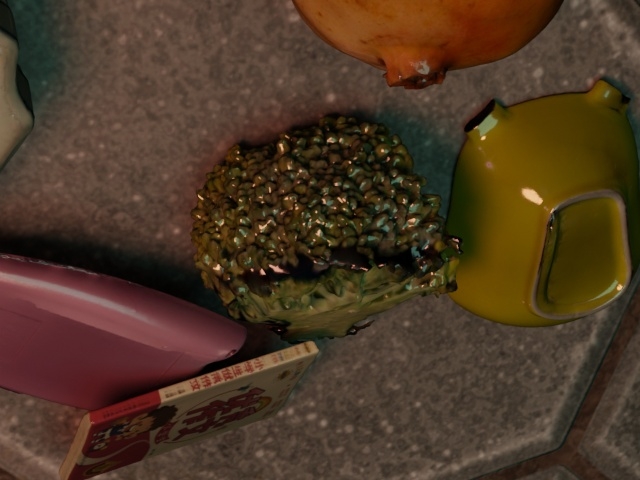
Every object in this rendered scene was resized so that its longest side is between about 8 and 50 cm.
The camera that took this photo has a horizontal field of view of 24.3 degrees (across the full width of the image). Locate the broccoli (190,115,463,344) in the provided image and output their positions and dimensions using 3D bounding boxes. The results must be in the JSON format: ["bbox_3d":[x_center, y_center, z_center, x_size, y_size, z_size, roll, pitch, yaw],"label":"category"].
[{"bbox_3d":[-0.001,-0.016,1.371,0.242,0.273,0.180,-5,76,-8],"label":"broccoli"}]

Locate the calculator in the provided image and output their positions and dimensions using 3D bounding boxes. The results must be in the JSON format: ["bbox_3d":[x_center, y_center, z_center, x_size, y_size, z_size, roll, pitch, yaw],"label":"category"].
[{"bbox_3d":[-0.227,0.090,1.338,0.294,0.043,0.194,18,141,-24],"label":"calculator"}]

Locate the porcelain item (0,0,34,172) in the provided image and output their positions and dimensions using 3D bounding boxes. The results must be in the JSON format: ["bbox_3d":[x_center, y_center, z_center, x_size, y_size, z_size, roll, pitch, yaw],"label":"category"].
[{"bbox_3d":[-0.388,-0.114,1.130,0.286,0.157,0.281,28,108,-33],"label":"porcelain item"}]

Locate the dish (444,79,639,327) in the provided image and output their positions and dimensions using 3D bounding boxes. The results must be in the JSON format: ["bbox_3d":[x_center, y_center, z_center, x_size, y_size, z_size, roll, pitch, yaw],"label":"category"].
[{"bbox_3d":[0.239,-0.013,1.462,0.221,0.108,0.262,-11,123,-16],"label":"dish"}]

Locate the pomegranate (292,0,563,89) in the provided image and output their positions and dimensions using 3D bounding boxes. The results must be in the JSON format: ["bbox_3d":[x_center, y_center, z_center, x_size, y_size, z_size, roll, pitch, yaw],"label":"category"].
[{"bbox_3d":[0.078,-0.246,1.168,0.264,0.264,0.264,-10,122,-16],"label":"pomegranate"}]

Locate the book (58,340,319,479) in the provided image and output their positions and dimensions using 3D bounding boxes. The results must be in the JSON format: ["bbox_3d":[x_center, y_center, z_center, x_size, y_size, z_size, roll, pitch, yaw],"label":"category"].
[{"bbox_3d":[-0.125,0.163,1.402,0.232,0.022,0.162,-15,159,-27],"label":"book"}]
